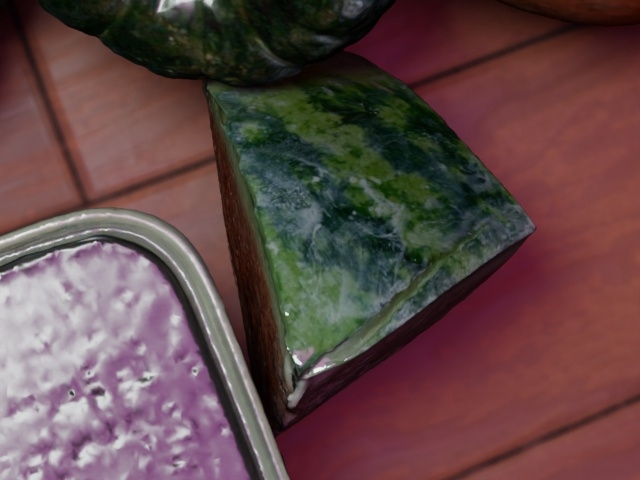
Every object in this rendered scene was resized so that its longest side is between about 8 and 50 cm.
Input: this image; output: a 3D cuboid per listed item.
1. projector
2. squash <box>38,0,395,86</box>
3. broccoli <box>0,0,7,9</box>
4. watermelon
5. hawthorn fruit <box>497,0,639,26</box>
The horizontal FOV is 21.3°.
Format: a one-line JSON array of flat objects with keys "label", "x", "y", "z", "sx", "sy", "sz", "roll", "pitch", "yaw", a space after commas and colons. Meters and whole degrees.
[{"label": "projector", "x": -0.157, "y": 0.133, "z": 0.968, "sx": 0.248, "sy": 0.249, "sz": 0.249, "roll": -21, "pitch": 86, "yaw": -8}, {"label": "squash", "x": -0.059, "y": -0.204, "z": 0.935, "sx": 0.252, "sy": 0.252, "sz": 0.165, "roll": 20, "pitch": 55, "yaw": -4}, {"label": "broccoli", "x": -0.340, "y": -0.167, "z": 0.992, "sx": 0.321, "sy": 0.304, "sz": 0.283, "roll": -33, "pitch": 58, "yaw": -11}, {"label": "watermelon", "x": 0.000, "y": 0.000, "z": 1.035, "sx": 0.193, "sy": 0.310, "sz": 0.232, "roll": -34, "pitch": 126, "yaw": -9}, {"label": "hawthorn fruit", "x": 0.187, "y": -0.270, "z": 1.037, "sx": 0.316, "sy": 0.316, "sz": 0.316, "roll": 1, "pitch": 83, "yaw": -6}]
